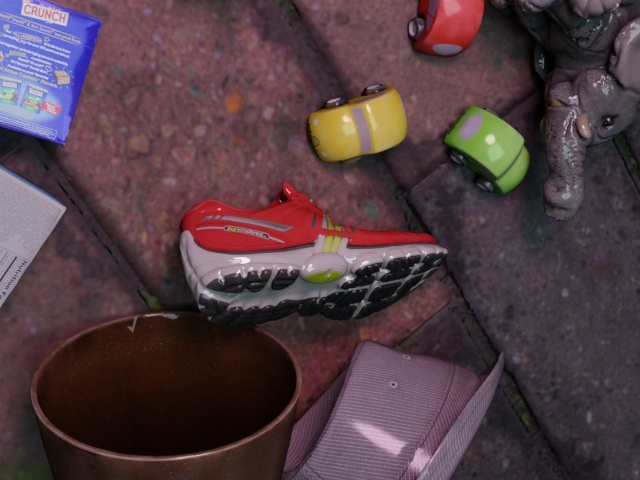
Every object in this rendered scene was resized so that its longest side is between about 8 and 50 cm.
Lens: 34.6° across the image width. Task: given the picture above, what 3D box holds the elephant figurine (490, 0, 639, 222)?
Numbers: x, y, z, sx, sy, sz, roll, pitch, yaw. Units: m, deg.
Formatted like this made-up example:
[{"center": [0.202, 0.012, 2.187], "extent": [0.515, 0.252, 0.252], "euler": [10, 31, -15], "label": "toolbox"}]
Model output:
[{"center": [0.264, -0.175, 0.993], "extent": [0.186, 0.169, 0.239], "euler": [-20, 116, 18], "label": "elephant figurine"}]

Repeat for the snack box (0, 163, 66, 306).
[{"center": [-0.348, 0.065, 0.765], "extent": [0.322, 0.060, 0.187], "euler": [-57, 150, -5], "label": "snack box"}]

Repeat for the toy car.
[{"center": [0.131, -0.125, 0.988], "extent": [0.225, 0.053, 0.239], "euler": [39, 84, -24], "label": "toy car"}]

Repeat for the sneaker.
[{"center": [0.000, 0.000, 0.932], "extent": [0.279, 0.118, 0.107], "euler": [1, 143, -38], "label": "sneaker"}]

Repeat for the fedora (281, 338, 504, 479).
[{"center": [0.050, 0.174, 0.937], "extent": [0.124, 0.275, 0.244], "euler": [37, 125, 3], "label": "fedora"}]

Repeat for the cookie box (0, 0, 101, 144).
[{"center": [-0.237, -0.142, 0.833], "extent": [0.091, 0.040, 0.107], "euler": [17, 93, -25], "label": "cookie box"}]

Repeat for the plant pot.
[{"center": [-0.126, 0.212, 0.876], "extent": [0.215, 0.215, 0.231], "euler": [-9, 118, -22], "label": "plant pot"}]
